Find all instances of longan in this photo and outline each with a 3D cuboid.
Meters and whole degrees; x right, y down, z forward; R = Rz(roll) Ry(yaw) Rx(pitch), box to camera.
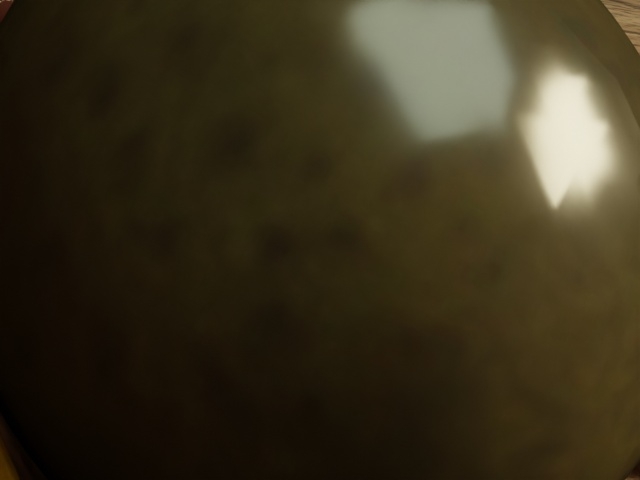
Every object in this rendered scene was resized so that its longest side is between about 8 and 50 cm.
[{"bbox_3d":[0.000,0.000,0.847,0.361,0.361,0.361,20,28,-11],"label":"longan"}]

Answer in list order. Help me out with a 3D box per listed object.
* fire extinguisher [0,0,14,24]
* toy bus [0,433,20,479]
[{"bbox_3d":[-0.215,-0.159,1.266,0.132,0.039,0.056,-2,47,-42],"label":"fire extinguisher"},{"bbox_3d":[-0.181,0.101,0.750,0.098,0.114,0.201,4,36,-33],"label":"toy bus"}]
